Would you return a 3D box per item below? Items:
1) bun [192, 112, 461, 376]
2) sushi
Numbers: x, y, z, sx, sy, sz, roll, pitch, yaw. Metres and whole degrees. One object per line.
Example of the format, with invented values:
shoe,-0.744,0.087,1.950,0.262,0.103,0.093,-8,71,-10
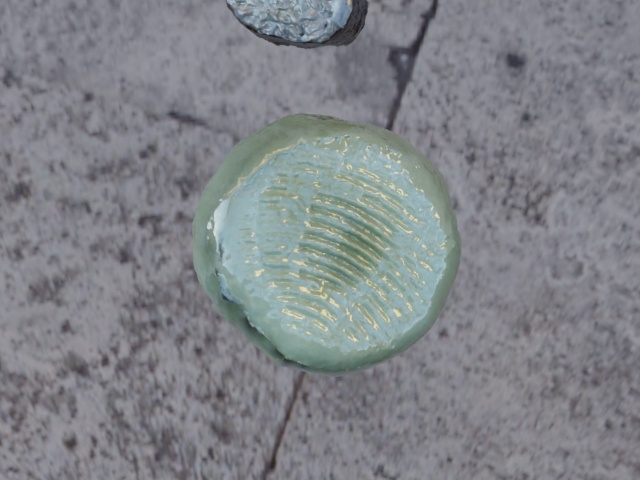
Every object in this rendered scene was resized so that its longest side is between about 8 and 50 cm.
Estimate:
bun,0.000,0.000,1.019,0.195,0.118,0.195,-3,101,-15
sushi,-0.026,-0.255,1.517,0.150,0.078,0.090,11,96,16
